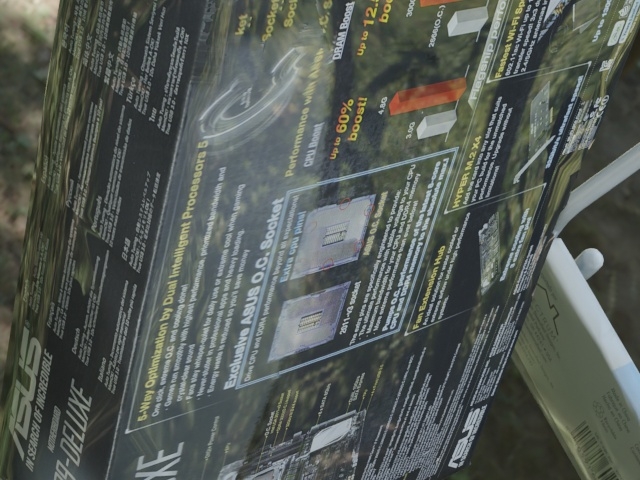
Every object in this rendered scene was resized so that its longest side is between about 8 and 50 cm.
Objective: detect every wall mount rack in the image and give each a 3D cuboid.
[{"bbox_3d":[0.227,0.059,0.879,0.130,0.304,0.350,-21,71,-21],"label":"wall mount rack"}]

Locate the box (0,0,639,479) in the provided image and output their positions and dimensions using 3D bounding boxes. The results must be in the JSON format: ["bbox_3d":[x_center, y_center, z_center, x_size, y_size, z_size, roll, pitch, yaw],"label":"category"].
[{"bbox_3d":[0.000,0.000,0.567,0.242,0.307,0.076,-17,45,-40],"label":"box"}]
